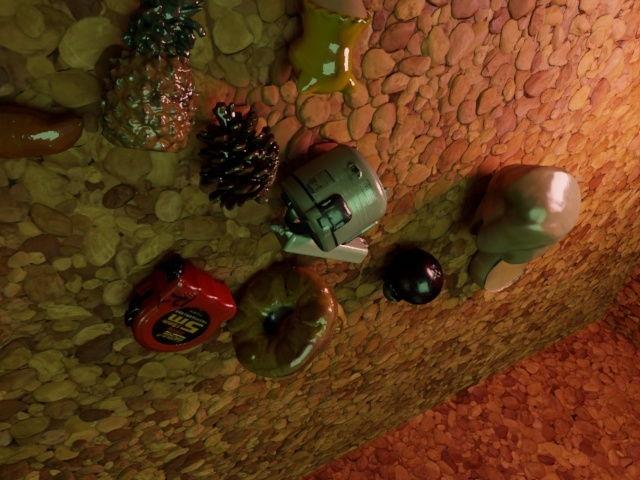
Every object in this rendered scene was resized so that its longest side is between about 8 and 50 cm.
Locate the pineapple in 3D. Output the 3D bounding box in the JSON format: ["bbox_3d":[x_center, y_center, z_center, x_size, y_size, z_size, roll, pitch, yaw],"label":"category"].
[{"bbox_3d":[-0.271,-0.321,0.721,0.169,0.169,0.340,3,117,-35],"label":"pineapple"}]

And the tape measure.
[{"bbox_3d":[-0.370,0.175,1.115,0.260,0.114,0.253,-39,138,9],"label":"tape measure"}]

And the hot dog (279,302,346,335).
[{"bbox_3d":[-0.055,0.263,1.369,0.257,0.153,0.150,-33,134,-6],"label":"hot dog"}]

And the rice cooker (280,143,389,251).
[{"bbox_3d":[0.026,-0.095,1.047,0.244,0.226,0.226,-30,138,-8],"label":"rice cooker"}]

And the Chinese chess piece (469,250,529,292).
[{"bbox_3d":[0.739,0.094,1.766,0.258,0.104,0.257,-17,134,-19],"label":"Chinese chess piece"}]

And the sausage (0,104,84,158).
[{"bbox_3d":[-0.498,-0.185,0.730,0.180,0.089,0.089,-6,130,-22],"label":"sausage"}]

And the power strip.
[{"bbox_3d":[0.000,0.000,1.209,0.339,0.098,0.058,12,122,-39],"label":"power strip"}]

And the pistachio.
[{"bbox_3d":[0.684,-0.080,1.445,0.366,0.281,0.445,-27,140,13],"label":"pistachio"}]

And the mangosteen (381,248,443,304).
[{"bbox_3d":[0.316,0.125,1.466,0.210,0.210,0.209,-18,135,-19],"label":"mangosteen"}]

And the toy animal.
[{"bbox_3d":[0.022,-0.399,0.838,0.156,0.156,0.229,-8,127,-28],"label":"toy animal"}]

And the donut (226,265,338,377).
[{"bbox_3d":[-0.102,0.229,1.216,0.318,0.299,0.150,-16,154,13],"label":"donut"}]

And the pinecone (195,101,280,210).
[{"bbox_3d":[-0.167,-0.177,0.888,0.169,0.185,0.212,-4,114,-12],"label":"pinecone"}]
